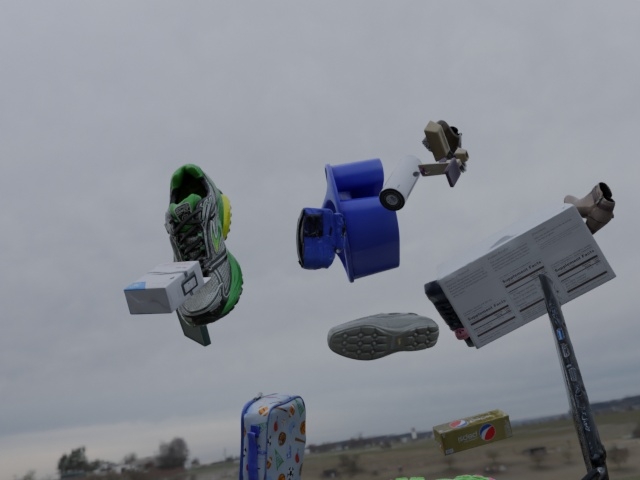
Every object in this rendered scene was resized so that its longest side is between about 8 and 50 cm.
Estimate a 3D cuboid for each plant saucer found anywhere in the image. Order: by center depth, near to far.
[{"bbox_3d":[-0.266,0.172,1.299,0.067,0.018,0.192,27,-27,10],"label":"plant saucer"}]

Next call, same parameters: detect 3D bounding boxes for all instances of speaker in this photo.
[{"bbox_3d":[0.165,-0.119,1.278,0.055,0.055,0.136,-26,21,40],"label":"speaker"}]

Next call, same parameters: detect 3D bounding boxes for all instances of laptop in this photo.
[{"bbox_3d":[0.166,0.209,0.518,0.137,0.264,0.234,-14,-48,16],"label":"laptop"}]

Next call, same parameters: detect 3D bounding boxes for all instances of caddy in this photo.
[{"bbox_3d":[0.080,-0.044,1.523,0.179,0.241,0.341,-12,-32,0],"label":"caddy"}]

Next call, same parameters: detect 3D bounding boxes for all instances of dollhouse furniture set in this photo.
[{"bbox_3d":[0.190,-0.160,1.081,0.081,0.091,0.114,0,-49,38],"label":"dollhouse furniture set"}]

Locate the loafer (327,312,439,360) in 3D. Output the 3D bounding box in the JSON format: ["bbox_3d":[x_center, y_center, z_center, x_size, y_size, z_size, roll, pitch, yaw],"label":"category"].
[{"bbox_3d":[0.160,0.249,1.677,0.320,0.111,0.111,1,16,-22],"label":"loafer"}]

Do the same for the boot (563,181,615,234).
[{"bbox_3d":[0.496,-0.071,1.150,0.042,0.118,0.087,-4,-45,-15],"label":"boot"}]

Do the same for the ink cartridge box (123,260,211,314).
[{"bbox_3d":[-0.150,0.043,0.627,0.048,0.028,0.083,-4,19,20],"label":"ink cartridge box"}]

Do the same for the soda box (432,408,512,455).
[{"bbox_3d":[0.375,0.472,1.552,0.182,0.058,0.061,-12,2,-9],"label":"soda box"}]

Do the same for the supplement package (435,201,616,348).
[{"bbox_3d":[0.362,0.055,1.160,0.262,0.145,0.204,-30,0,11],"label":"supplement package"}]

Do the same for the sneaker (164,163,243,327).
[{"bbox_3d":[-0.240,0.006,1.177,0.134,0.343,0.146,-20,-35,7],"label":"sneaker"}]

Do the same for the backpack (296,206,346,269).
[{"bbox_3d":[0.000,0.000,1.257,0.101,0.120,0.098,3,-7,1],"label":"backpack"}]

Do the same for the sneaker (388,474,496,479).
[{"bbox_3d":[0.285,0.768,1.706,0.483,0.185,0.202,-25,22,32],"label":"sneaker"}]

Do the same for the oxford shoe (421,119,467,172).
[{"bbox_3d":[0.356,-0.250,1.686,0.083,0.096,0.227,26,-4,33],"label":"oxford shoe"}]

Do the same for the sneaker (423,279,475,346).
[{"bbox_3d":[0.396,0.210,1.804,0.112,0.131,0.319,-17,-33,31],"label":"sneaker"}]

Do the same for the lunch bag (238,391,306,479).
[{"bbox_3d":[-0.139,0.573,1.746,0.115,0.303,0.243,-1,-2,26],"label":"lunch bag"}]
